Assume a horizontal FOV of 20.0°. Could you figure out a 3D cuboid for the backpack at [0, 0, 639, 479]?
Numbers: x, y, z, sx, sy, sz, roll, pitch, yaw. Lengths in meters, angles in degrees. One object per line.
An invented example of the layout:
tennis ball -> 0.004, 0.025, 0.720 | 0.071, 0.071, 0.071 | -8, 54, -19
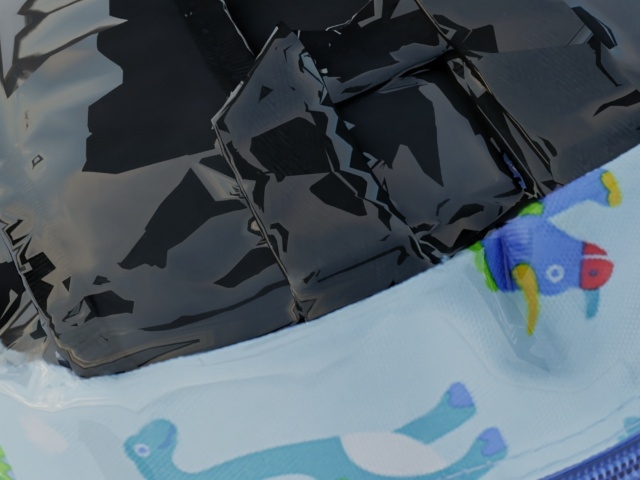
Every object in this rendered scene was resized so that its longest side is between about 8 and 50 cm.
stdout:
backpack -> 0.000, 0.000, 0.491 | 0.290, 0.273, 0.355 | -21, 11, -14
